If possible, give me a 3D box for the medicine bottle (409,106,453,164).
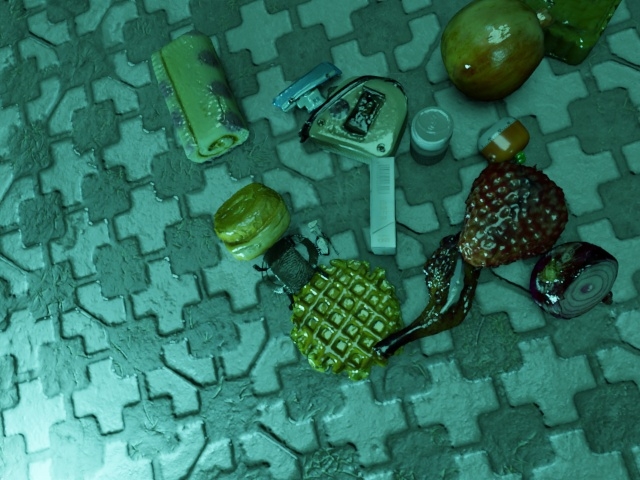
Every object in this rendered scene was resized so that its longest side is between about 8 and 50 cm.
[{"bbox_3d":[0.284,-0.266,1.197,0.105,0.168,0.104,-1,81,9],"label":"medicine bottle"}]

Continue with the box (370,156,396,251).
[{"bbox_3d":[0.165,-0.083,1.201,0.067,0.149,0.233,-1,82,12],"label":"box"}]

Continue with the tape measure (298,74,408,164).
[{"bbox_3d":[0.098,-0.346,1.262,0.271,0.133,0.231,19,86,14],"label":"tape measure"}]

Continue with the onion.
[{"bbox_3d":[0.620,0.099,1.114,0.218,0.140,0.195,16,106,-27],"label":"onion"}]

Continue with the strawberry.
[{"bbox_3d":[0.460,-0.081,1.119,0.281,0.150,0.253,-15,73,-13],"label":"strawberry"}]

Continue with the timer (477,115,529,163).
[{"bbox_3d":[0.484,-0.248,1.199,0.136,0.099,0.136,0,86,1],"label":"timer"}]

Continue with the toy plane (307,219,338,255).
[{"bbox_3d":[0.000,0.000,1.278,0.049,0.031,0.120,-34,80,-2],"label":"toy plane"}]

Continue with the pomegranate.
[{"bbox_3d":[0.446,-0.488,1.157,0.271,0.252,0.228,-28,60,25],"label":"pomegranate"}]

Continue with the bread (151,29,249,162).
[{"bbox_3d":[-0.347,-0.414,1.333,0.187,0.155,0.338,-26,81,13],"label":"bread"}]

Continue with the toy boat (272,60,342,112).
[{"bbox_3d":[-0.029,-0.425,1.327,0.215,0.088,0.102,-37,112,2],"label":"toy boat"}]

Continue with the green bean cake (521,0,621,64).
[{"bbox_3d":[0.644,-0.617,1.209,0.236,0.124,0.232,29,87,13],"label":"green bean cake"}]

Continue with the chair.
[{"bbox_3d":[-0.085,0.066,1.217,0.174,0.213,0.149,-43,99,1],"label":"chair"}]

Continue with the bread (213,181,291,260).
[{"bbox_3d":[-0.181,-0.055,1.227,0.198,0.120,0.236,-40,34,0],"label":"bread"}]

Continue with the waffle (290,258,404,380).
[{"bbox_3d":[0.063,0.206,1.219,0.302,0.068,0.324,-10,75,6],"label":"waffle"}]

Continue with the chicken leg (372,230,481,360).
[{"bbox_3d":[0.290,0.150,1.152,0.158,0.096,0.407,35,80,13],"label":"chicken leg"}]
